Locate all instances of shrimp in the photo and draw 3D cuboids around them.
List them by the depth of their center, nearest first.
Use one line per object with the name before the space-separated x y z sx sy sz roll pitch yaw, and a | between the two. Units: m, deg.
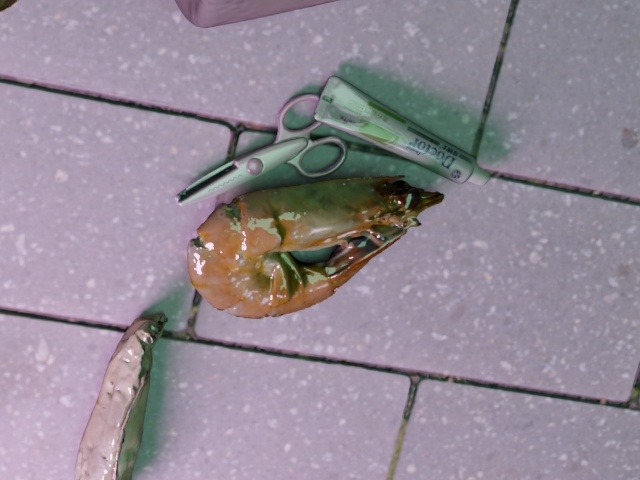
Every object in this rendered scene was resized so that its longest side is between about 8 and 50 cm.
shrimp | 0.000 0.000 1.681 0.267 0.061 0.145 -21 120 -13

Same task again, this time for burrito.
burrito | -0.196 0.181 1.678 0.058 0.063 0.229 10 103 -46

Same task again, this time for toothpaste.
toothpaste | 0.084 -0.100 1.690 0.197 0.029 0.048 26 84 -19

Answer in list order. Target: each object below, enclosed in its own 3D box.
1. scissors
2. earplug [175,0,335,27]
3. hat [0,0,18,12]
scissors | -0.061 -0.076 1.662 0.176 0.022 0.085 -26 107 -10
earplug | 0.048 -0.369 1.456 0.394 0.312 0.312 -13 108 -12
hat | -0.289 -0.277 1.528 0.146 0.067 0.146 8 107 26
